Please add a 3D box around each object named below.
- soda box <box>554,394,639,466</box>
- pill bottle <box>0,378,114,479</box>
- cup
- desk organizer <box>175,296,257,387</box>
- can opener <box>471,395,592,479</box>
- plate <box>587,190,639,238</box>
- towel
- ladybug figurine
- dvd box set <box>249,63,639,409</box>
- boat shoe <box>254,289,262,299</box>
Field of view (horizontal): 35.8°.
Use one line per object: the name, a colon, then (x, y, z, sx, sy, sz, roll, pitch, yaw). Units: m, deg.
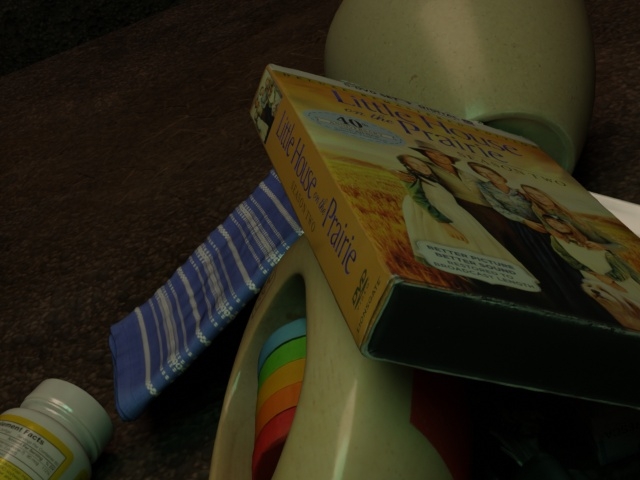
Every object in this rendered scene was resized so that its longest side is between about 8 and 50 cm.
soda box: (0.238, 0.117, 0.900, 0.058, 0.063, 0.183, -20, 30, -1)
pill bottle: (-0.307, 0.246, 0.997, 0.119, 0.119, 0.208, 0, 37, 33)
cup: (0.180, -0.153, 1.146, 0.331, 0.331, 0.237, -18, 43, 8)
desk organizer: (-0.114, 0.124, 1.136, 0.130, 0.047, 0.050, -29, 33, -11)
can opener: (0.183, 0.217, 0.792, 0.093, 0.074, 0.280, -57, 28, 10)
plate: (0.288, 0.043, 0.915, 0.278, 0.045, 0.277, 19, 31, 29)
towel: (-0.113, 0.032, 1.093, 0.336, 0.040, 0.243, -47, 19, 2)
ladybug figurine: (0.019, 0.154, 0.821, 0.162, 0.305, 0.449, 22, 32, -13)
dvd box set: (0.124, -0.018, 0.813, 0.307, 0.062, 0.420, 14, 23, -20)
boat shoe: (0.000, 0.000, 1.145, 0.340, 0.158, 0.127, -1, 37, 32)
